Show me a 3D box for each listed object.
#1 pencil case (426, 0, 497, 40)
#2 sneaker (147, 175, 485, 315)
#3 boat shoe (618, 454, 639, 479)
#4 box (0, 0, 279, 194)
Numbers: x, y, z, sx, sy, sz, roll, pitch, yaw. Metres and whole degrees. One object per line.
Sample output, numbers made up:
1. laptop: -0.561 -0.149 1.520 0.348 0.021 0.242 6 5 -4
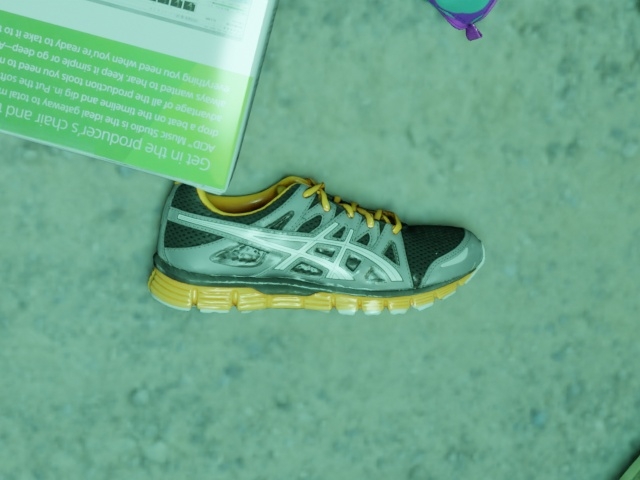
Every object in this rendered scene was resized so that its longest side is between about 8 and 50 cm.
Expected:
1. pencil case: 0.040 -0.181 1.161 0.151 0.064 0.070 19 82 -17
2. sneaker: 0.000 0.000 1.195 0.215 0.084 0.083 -1 101 -12
3. boat shoe: 0.323 0.129 1.304 0.302 0.113 0.103 -41 131 -2
4. box: -0.124 -0.210 1.087 0.232 0.058 0.322 16 100 1
